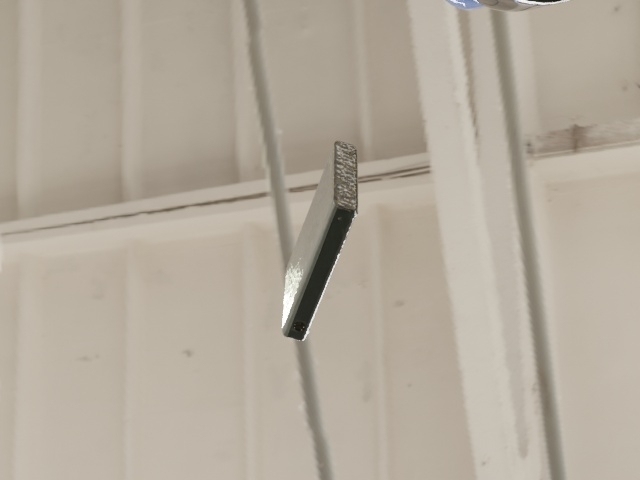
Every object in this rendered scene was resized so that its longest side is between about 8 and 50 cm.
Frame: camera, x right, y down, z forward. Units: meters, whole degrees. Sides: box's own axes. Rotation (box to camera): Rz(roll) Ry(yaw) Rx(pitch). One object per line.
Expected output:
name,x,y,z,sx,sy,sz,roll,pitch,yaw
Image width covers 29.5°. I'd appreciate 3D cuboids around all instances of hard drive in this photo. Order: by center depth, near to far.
hard drive,0.000,0.000,0.971,0.022,0.094,0.135,15,-55,-9

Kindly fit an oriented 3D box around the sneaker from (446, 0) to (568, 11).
sneaker,0.056,-0.189,0.613,0.090,0.232,0.081,8,-103,48
